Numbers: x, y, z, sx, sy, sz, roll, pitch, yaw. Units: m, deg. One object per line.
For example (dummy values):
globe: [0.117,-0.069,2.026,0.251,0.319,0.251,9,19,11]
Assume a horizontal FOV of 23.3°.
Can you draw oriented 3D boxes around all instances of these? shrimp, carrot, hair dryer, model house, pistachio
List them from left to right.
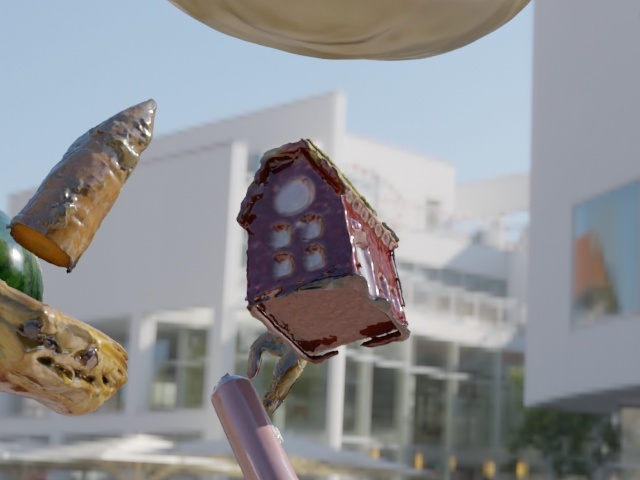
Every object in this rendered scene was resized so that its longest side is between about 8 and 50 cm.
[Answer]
carrot: [-0.275,-0.082,1.914,0.102,0.263,0.102,27,-28,15]
shrimp: [-0.077,0.198,2.415,0.095,0.162,0.045,24,-23,9]
hair dryer: [-0.029,0.289,1.841,0.210,0.352,0.125,-19,-32,-15]
pistachio: [-0.011,-0.311,1.366,0.445,0.281,0.365,18,-38,3]
model house: [0.000,0.000,1.977,0.160,0.254,0.196,-21,-35,18]

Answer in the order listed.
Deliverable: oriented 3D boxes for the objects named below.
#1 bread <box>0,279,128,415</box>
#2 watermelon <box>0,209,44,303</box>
bread: [-0.323,0.090,1.537,0.235,0.099,0.210,23,-9,27]
watermelon: [-0.472,0.063,1.966,0.242,0.242,0.242,3,-11,1]
